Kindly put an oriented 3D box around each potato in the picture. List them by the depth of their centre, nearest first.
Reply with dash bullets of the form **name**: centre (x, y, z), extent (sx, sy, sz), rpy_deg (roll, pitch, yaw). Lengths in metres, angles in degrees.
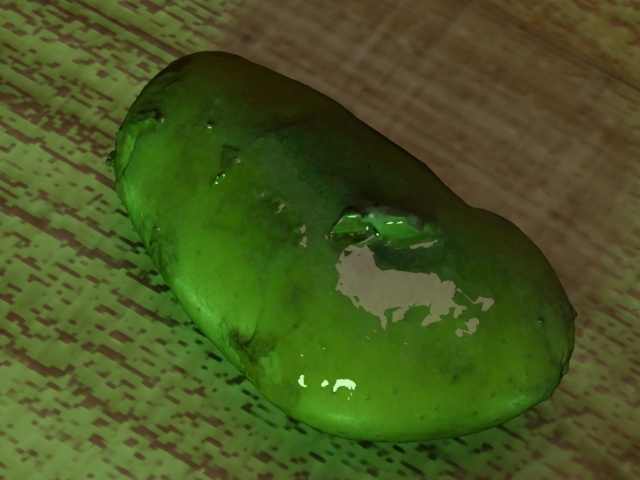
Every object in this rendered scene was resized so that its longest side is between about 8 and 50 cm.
- **potato**: centre (0.000, 0.000, 0.634), extent (0.105, 0.085, 0.188), rpy_deg (-30, 59, -31)
